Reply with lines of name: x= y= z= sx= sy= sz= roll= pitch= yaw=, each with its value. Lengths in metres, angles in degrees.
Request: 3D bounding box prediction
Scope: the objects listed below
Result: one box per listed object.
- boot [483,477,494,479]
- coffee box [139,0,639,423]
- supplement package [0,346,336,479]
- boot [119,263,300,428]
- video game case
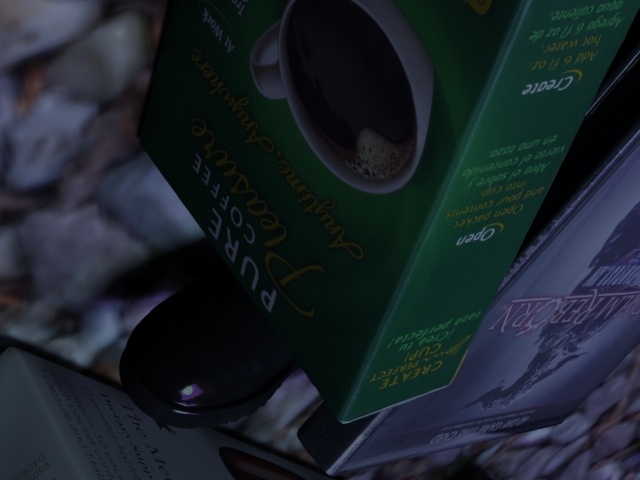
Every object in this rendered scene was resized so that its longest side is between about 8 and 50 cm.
boot: x=0.048 y=0.227 z=0.792 sx=0.178 sy=0.085 sz=0.236 roll=-31 pitch=142 yaw=-4
coffee box: x=0.014 y=-0.057 z=0.362 sx=0.040 sy=0.113 sz=0.184 roll=-16 pitch=142 yaw=-34
supplement package: x=-0.055 y=0.155 z=0.547 sx=0.134 sy=0.139 sz=0.244 roll=-41 pitch=149 yaw=9
boot: x=0.000 y=0.000 z=0.476 sx=0.121 sy=0.045 sz=0.099 roll=-21 pitch=152 yaw=-45
video game case: x=0.129 y=-0.022 z=0.569 sx=0.274 sy=0.026 sz=0.196 roll=-51 pitch=155 yaw=22
